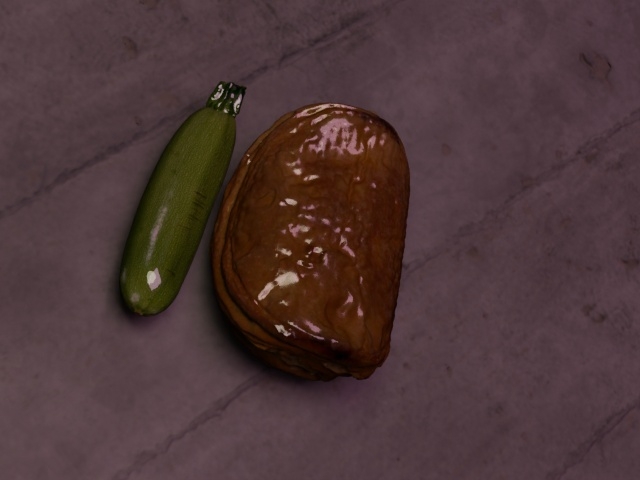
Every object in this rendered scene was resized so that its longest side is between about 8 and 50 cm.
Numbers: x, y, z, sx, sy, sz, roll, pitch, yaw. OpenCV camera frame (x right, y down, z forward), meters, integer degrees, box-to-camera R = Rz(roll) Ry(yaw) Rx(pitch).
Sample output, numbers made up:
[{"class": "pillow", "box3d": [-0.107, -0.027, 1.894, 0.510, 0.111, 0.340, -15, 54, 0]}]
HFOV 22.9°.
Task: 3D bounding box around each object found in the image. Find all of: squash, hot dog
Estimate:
[{"class": "squash", "box3d": [-0.130, -0.039, 1.463, 0.066, 0.066, 0.252, 29, 60, -16]}, {"class": "hot dog", "box3d": [0.000, 0.000, 1.489, 0.196, 0.122, 0.272, 20, 59, -23]}]
